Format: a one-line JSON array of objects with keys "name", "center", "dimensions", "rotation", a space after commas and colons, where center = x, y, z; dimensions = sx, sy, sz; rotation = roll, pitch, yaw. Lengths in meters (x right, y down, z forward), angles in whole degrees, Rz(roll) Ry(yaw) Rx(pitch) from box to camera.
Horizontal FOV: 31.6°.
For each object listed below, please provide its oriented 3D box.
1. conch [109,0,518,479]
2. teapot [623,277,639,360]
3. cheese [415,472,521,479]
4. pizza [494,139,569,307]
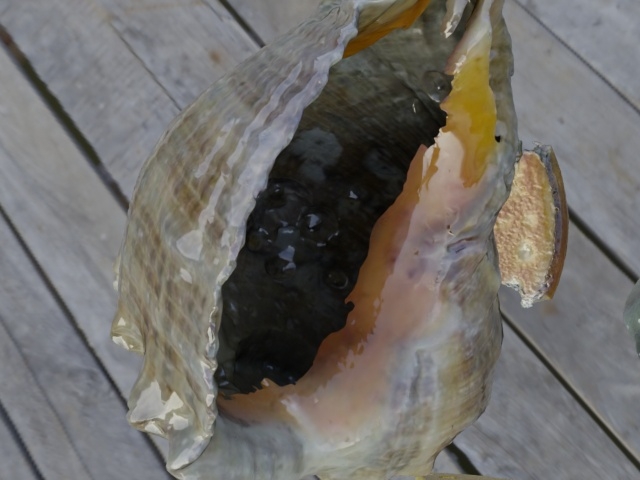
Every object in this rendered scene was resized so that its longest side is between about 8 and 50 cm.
[{"name": "conch", "center": [-0.015, -0.003, 0.647], "dimensions": [0.210, 0.297, 0.352], "rotation": [14, 113, 28]}, {"name": "teapot", "center": [0.495, 0.074, 1.499], "dimensions": [0.129, 0.193, 0.294], "rotation": [36, 67, 6]}, {"name": "cheese", "center": [0.203, 0.334, 1.362], "dimensions": [0.171, 0.126, 0.093], "rotation": [4, 84, -3]}, {"name": "pizza", "center": [0.188, -0.019, 1.267], "dimensions": [0.195, 0.052, 0.185], "rotation": [2, 90, 36]}]
